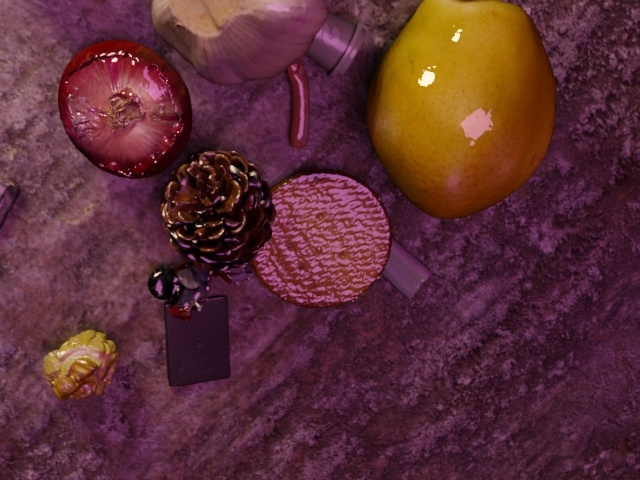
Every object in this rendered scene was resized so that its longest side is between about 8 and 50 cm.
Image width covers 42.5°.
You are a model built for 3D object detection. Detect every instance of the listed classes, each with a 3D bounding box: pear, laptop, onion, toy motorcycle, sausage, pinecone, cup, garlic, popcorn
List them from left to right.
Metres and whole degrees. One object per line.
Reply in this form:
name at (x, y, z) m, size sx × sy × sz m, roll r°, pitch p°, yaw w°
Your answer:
popcorn at (-0.466, 0.242, 1.609) m, size 0.145 × 0.126 × 0.126 m, roll -14°, pitch 141°, yaw -34°
onion at (-0.343, -0.231, 1.459) m, size 0.247 × 0.161 × 0.248 m, roll -2°, pitch 100°, yaw -12°
laptop at (-0.257, 0.210, 1.724) m, size 0.135 × 0.016 × 0.197 m, roll -5°, pitch 112°, yaw -17°
toy motorcycle at (-0.230, 0.085, 1.641) m, size 0.213 × 0.082 × 0.123 m, roll -22°, pitch 104°, yaw -14°
pinecone at (-0.189, -0.060, 1.523) m, size 0.224 × 0.272 × 0.224 m, roll 1°, pitch 74°, yaw -5°
garlic at (-0.129, -0.410, 1.400) m, size 0.317 × 0.259 × 0.318 m, roll 7°, pitch 112°, yaw 18°
sausage at (-0.044, -0.266, 1.603) m, size 0.047 × 0.040 × 0.177 m, roll -4°, pitch 110°, yaw -9°
cup at (0.005, -0.385, 1.544) m, size 0.141 × 0.120 × 0.120 m, roll 30°, pitch 98°, yaw -11°
pear at (0.262, -0.249, 1.534) m, size 0.362 × 0.362 × 0.419 m, roll 2°, pitch 114°, yaw -18°

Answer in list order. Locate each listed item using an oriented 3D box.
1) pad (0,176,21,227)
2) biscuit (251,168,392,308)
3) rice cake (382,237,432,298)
pad at (-0.673, -0.038, 1.500) m, size 0.174 × 0.022 × 0.233 m, roll 25°, pitch 101°, yaw -25°
biscuit at (0.000, 0.000, 1.691) m, size 0.305 × 0.038 × 0.306 m, roll -1°, pitch 109°, yaw -4°
rice cake at (0.147, 0.035, 1.772) m, size 0.221 × 0.042 × 0.080 m, roll 41°, pitch 95°, yaw -25°
